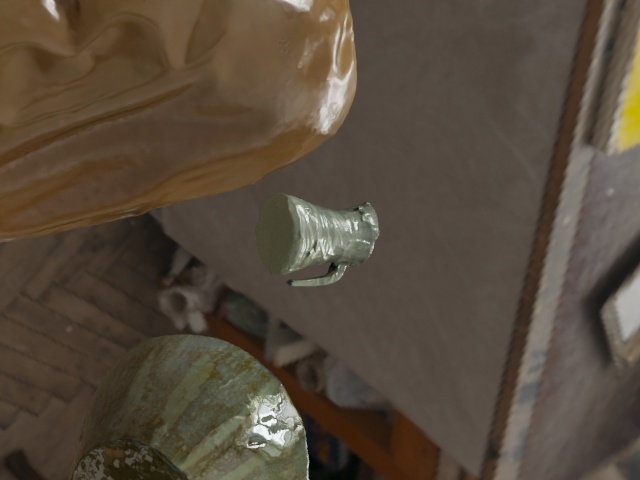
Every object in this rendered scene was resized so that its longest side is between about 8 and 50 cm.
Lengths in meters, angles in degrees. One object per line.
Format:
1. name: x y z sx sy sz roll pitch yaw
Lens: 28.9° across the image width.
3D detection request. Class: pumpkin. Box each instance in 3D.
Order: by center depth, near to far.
1. pumpkin: -0.121 0.180 0.922 0.217 0.217 0.110 -64 158 11

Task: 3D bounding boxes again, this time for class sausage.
1. sausage: -0.100 -0.075 0.508 0.241 0.120 0.136 -12 91 -16

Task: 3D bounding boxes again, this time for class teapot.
1. teapot: 0.000 0.000 0.873 0.083 0.057 0.067 -1 106 -35
